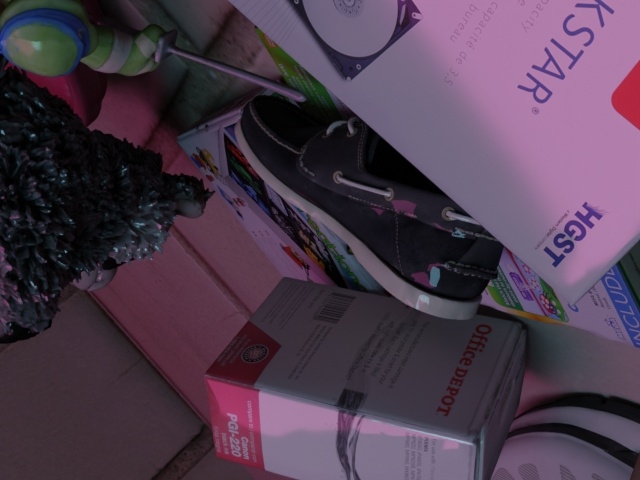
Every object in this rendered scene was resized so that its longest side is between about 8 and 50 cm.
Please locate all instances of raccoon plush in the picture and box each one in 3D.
[{"bbox_3d":[-0.212,-0.099,0.892,0.216,0.299,0.446,43,136,11],"label":"raccoon plush"}]

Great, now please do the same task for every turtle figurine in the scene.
[{"bbox_3d":[-0.120,-0.213,0.637,0.198,0.275,0.266,64,-175,-61],"label":"turtle figurine"}]

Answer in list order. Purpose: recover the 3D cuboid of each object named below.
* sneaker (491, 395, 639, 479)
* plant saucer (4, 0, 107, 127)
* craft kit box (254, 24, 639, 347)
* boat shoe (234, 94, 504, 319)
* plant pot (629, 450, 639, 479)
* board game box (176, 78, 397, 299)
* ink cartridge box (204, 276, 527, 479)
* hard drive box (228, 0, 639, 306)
[{"bbox_3d":[0.208,0.267,0.707,0.169,0.257,0.447,53,159,-16],"label":"sneaker"},{"bbox_3d":[-0.337,-0.271,1.071,0.332,0.084,0.332,41,159,20],"label":"plant saucer"},{"bbox_3d":[0.093,-0.055,0.645,0.247,0.061,0.250,10,138,55],"label":"craft kit box"},{"bbox_3d":[0.030,-0.043,0.642,0.233,0.084,0.079,41,122,38],"label":"boat shoe"},{"bbox_3d":[0.258,0.153,0.463,0.229,0.263,0.263,20,150,21],"label":"plant pot"},{"bbox_3d":[0.000,0.000,0.931,0.305,0.053,0.193,53,160,-14],"label":"board game box"},{"bbox_3d":[0.041,0.120,0.795,0.218,0.158,0.092,9,121,21],"label":"ink cartridge box"},{"bbox_3d":[0.083,-0.119,0.414,0.232,0.089,0.181,42,138,12],"label":"hard drive box"}]
